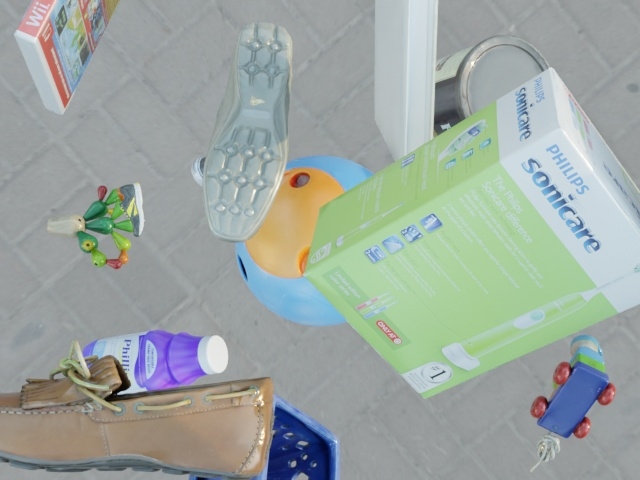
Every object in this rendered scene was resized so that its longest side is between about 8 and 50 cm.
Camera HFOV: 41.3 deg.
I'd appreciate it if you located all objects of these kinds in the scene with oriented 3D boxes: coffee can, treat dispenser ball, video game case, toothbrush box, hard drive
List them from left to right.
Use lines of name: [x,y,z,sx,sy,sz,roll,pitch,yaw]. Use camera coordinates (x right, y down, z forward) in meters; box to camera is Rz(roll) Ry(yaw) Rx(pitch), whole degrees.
video game case: [-0.249,-0.300,0.945,0.025,0.204,0.285,23,75,-4]
treat dispenser ball: [0.000,0.000,1.429,0.288,0.288,0.288,0,96,-3]
hard drive: [0.097,-0.258,0.995,0.040,0.203,0.307,-5,118,-5]
coffee can: [0.271,-0.250,1.572,0.202,0.275,0.201,0,90,-22]
toothbrush box: [0.159,0.005,0.830,0.283,0.122,0.206,-31,116,29]

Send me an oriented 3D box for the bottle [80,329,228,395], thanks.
bottle: [-0.302,0.222,1.532,0.283,0.092,0.118,-11,73,26]

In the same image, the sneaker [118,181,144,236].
sneaker: [-0.287,-0.046,1.284,0.035,0.031,0.083,-5,93,-15]

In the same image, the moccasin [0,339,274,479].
moccasin: [-0.242,0.185,0.957,0.380,0.139,0.146,4,86,-1]

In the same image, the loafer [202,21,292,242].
loafer: [-0.094,-0.143,1.171,0.112,0.111,0.319,12,73,-2]

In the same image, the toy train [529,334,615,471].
toy train: [0.443,0.297,1.563,0.105,0.143,0.248,26,122,5]

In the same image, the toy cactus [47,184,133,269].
toy cactus: [-0.464,-0.032,1.728,0.181,0.112,0.218,0,57,0]

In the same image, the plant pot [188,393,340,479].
plant pot: [-0.114,0.452,1.580,0.212,0.235,0.236,-22,135,28]

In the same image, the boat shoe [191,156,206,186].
boat shoe: [-0.157,-0.116,1.714,0.076,0.228,0.080,-19,57,31]
